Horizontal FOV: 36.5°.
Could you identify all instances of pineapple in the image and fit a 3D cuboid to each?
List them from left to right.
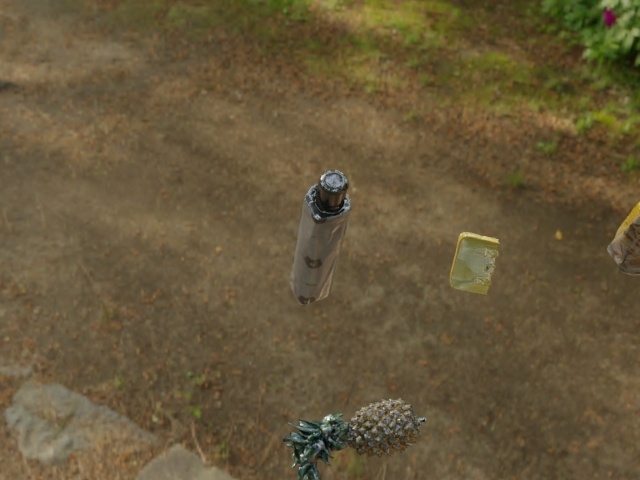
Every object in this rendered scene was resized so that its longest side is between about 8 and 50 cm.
[{"bbox_3d":[0.058,0.300,1.465,0.221,0.103,0.083,-12,7,-15],"label":"pineapple"}]

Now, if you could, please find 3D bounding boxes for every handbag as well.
[{"bbox_3d":[0.224,0.034,1.414,0.061,0.083,0.027,11,14,3],"label":"handbag"}]

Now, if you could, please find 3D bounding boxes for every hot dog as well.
[{"bbox_3d":[0.553,-0.013,1.581,0.131,0.252,0.069,8,63,-6],"label":"hot dog"}]

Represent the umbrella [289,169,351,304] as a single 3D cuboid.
[{"bbox_3d":[0.000,0.000,1.459,0.073,0.337,0.067,-28,68,-20],"label":"umbrella"}]
